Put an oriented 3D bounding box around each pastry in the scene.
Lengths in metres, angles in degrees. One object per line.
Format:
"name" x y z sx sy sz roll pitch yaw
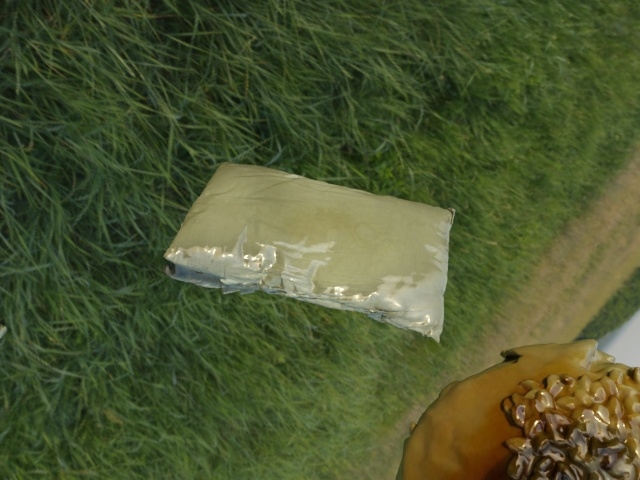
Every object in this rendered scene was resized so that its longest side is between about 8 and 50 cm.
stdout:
"pastry" 0.281 0.314 0.602 0.410 0.409 0.245 -49 175 0

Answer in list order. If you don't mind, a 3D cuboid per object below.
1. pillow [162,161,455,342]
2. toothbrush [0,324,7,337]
"pillow" 0.000 0.000 0.478 0.050 0.229 0.148 104 0 -51
"toothbrush" -0.495 0.198 0.668 0.294 0.026 0.028 -57 149 -46
